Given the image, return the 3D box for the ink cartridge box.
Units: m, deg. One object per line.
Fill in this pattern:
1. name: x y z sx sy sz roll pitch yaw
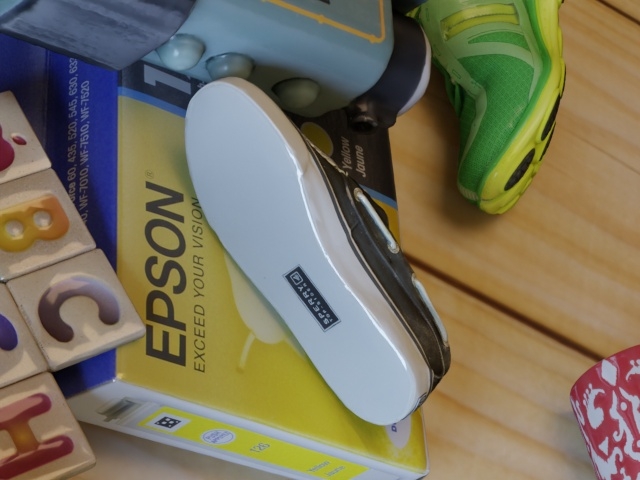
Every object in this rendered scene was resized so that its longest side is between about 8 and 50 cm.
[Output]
1. ink cartridge box: -0.079 -0.020 1.028 0.307 0.072 0.304 22 49 -35

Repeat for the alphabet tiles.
1. alphabet tiles: -0.277 0.037 0.866 0.342 0.011 0.285 -21 64 -25

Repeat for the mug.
1. mug: 0.234 0.167 1.124 0.113 0.150 0.169 -19 60 -1

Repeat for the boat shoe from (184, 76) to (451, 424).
1. boat shoe: 0.000 0.000 0.987 0.219 0.077 0.070 60 38 -6

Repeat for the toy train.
1. toy train: -0.064 -0.177 1.016 0.334 0.142 0.190 17 61 -40

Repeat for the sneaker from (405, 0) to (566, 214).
1. sneaker: 0.116 -0.141 1.266 0.123 0.109 0.295 7 54 0
